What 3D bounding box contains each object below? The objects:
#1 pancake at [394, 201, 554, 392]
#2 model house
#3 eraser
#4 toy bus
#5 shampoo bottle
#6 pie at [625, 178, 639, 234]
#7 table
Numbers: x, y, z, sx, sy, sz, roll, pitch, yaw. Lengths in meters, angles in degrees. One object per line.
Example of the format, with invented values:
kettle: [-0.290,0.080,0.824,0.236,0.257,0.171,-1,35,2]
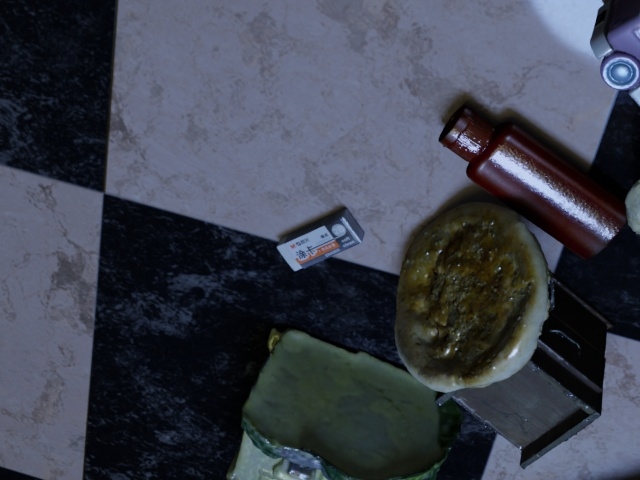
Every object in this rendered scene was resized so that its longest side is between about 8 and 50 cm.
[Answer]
pancake: [0.194,0.071,1.680,0.049,0.282,0.282,16,135,-37]
model house: [0.016,0.333,1.916,0.321,0.261,0.266,22,130,6]
eraser: [0.000,0.000,1.827,0.122,0.029,0.052,-24,114,28]
toy bus: [0.426,-0.211,1.485,0.142,0.142,0.202,-34,109,33]
shampoo bottle: [0.277,-0.082,1.668,0.260,0.064,0.102,35,127,-8]
pie: [0.481,-0.042,1.596,0.218,0.052,0.185,9,150,-28]
table: [0.287,0.167,1.757,0.169,0.193,0.172,38,126,-11]
